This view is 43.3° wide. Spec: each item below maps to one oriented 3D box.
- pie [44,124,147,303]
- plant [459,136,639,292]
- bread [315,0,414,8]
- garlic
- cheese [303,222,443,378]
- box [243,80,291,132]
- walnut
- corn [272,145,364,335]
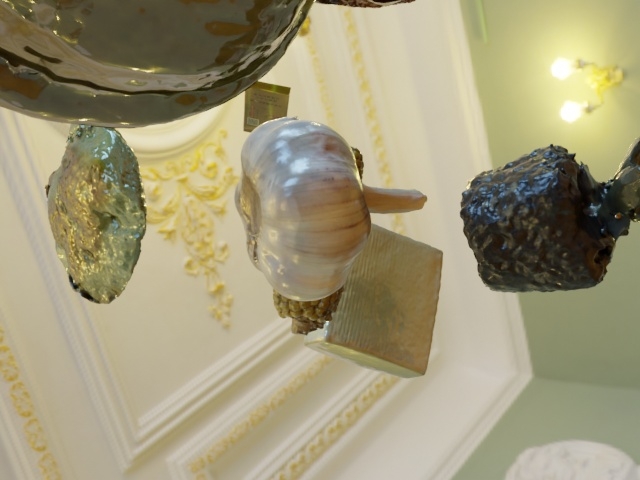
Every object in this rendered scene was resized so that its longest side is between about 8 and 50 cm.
[{"bbox_3d":[-0.315,-0.040,1.149,0.105,0.274,0.257,-6,-114,-33],"label":"pie"},{"bbox_3d":[0.392,-0.041,1.262,0.215,0.312,0.213,-60,-47,-60],"label":"plant"},{"bbox_3d":[0.035,-0.248,0.654,0.139,0.269,0.095,24,-101,-44],"label":"bread"},{"bbox_3d":[0.026,-0.037,0.877,0.226,0.199,0.199,-5,-87,-22],"label":"garlic"},{"bbox_3d":[0.109,0.116,1.595,0.242,0.124,0.265,19,-115,-15],"label":"cheese"},{"bbox_3d":[-0.106,-0.253,1.567,0.156,0.089,0.022,101,-178,-64],"label":"box"},{"bbox_3d":[-0.122,-0.191,0.416,0.283,0.227,0.283,-3,-75,-12],"label":"walnut"},{"bbox_3d":[0.000,0.000,1.319,0.119,0.119,0.321,15,-89,-49],"label":"corn"}]
